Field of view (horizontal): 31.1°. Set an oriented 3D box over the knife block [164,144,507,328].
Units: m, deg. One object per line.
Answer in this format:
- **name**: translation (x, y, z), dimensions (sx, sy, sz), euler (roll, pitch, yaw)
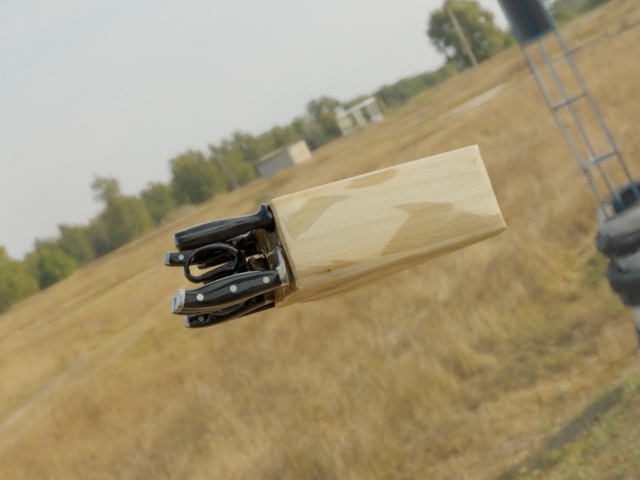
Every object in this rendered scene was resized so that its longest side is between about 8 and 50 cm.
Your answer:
- **knife block**: translation (0.000, 0.000, 1.043), dimensions (0.276, 0.088, 0.242), euler (-22, -8, 27)
